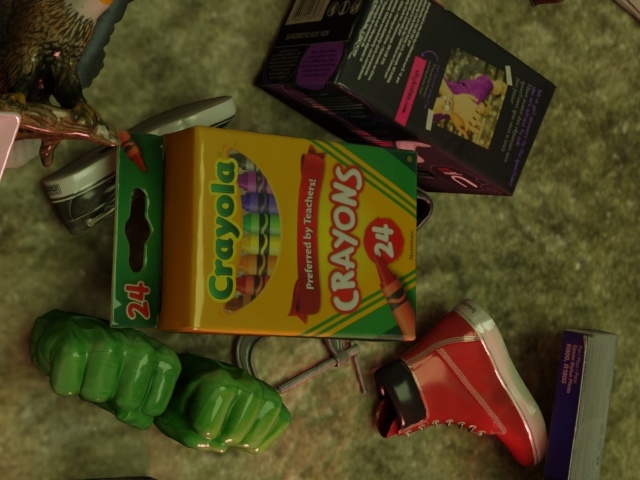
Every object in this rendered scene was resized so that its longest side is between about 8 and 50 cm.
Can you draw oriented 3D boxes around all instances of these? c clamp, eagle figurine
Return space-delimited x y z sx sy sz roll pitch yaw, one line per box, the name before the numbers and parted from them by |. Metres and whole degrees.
c clamp | -0.021 0.134 1.761 0.160 0.022 0.137 -20 105 -31
eagle figurine | -0.258 -0.226 1.506 0.226 0.225 0.298 68 14 -63

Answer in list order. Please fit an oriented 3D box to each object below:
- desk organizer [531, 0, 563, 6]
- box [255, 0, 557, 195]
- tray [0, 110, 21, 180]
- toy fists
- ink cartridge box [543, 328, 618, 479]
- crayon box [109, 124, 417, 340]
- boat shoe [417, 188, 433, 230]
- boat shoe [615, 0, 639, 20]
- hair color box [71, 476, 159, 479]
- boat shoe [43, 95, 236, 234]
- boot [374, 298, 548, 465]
desk organizer | 0.264 -0.350 1.893 0.047 0.050 0.130 -34 111 -27
box | 0.095 -0.169 1.727 0.270 0.165 0.143 30 77 -32
tray | -0.373 -0.024 1.427 0.145 0.030 0.270 -3 138 -34
toy fists | -0.160 0.149 1.598 0.279 0.142 0.096 25 80 -32
ink cartridge box | 0.307 0.217 1.901 0.224 0.045 0.223 11 87 -71
crayon box | -0.050 -0.002 1.585 0.318 0.081 0.202 4 84 -32
boat shoe | 0.000 0.000 1.721 0.285 0.092 0.103 -24 107 -30
boat shoe | 0.457 -0.288 2.011 0.226 0.076 0.083 23 81 -33
hair color box | -0.183 0.425 1.585 0.105 0.174 0.347 1 93 -34
boat shoe | -0.176 -0.079 1.614 0.219 0.078 0.070 -30 109 -20
boot | 0.159 0.208 1.860 0.176 0.088 0.244 -37 120 -11
